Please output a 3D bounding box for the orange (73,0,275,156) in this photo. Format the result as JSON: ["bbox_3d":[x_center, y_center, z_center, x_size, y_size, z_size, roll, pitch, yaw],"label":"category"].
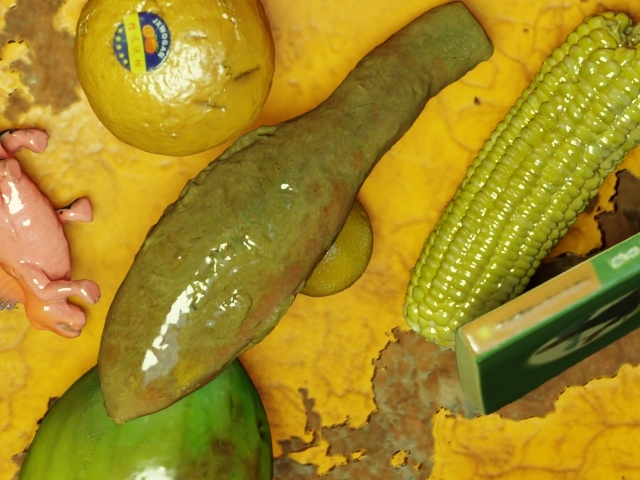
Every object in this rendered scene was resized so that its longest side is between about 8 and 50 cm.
[{"bbox_3d":[-0.094,-0.122,0.951,0.136,0.117,0.135,-3,81,20],"label":"orange"}]

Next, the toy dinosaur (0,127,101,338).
[{"bbox_3d":[-0.254,-0.034,0.988,0.139,0.070,0.286,-16,121,19],"label":"toy dinosaur"}]

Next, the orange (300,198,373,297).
[{"bbox_3d":[0.000,0.000,1.049,0.085,0.085,0.085,-5,113,-11],"label":"orange"}]

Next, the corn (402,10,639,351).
[{"bbox_3d":[0.159,-0.039,1.059,0.101,0.101,0.291,27,107,-22],"label":"corn"}]

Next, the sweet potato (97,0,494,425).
[{"bbox_3d":[-0.022,-0.032,0.969,0.385,0.109,0.109,-49,116,-10],"label":"sweet potato"}]

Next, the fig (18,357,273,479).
[{"bbox_3d":[-0.121,0.159,1.040,0.181,0.181,0.191,26,75,-22],"label":"fig"}]

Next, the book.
[{"bbox_3d":[0.268,0.010,1.040,0.371,0.260,0.043,-28,74,-2],"label":"book"}]
